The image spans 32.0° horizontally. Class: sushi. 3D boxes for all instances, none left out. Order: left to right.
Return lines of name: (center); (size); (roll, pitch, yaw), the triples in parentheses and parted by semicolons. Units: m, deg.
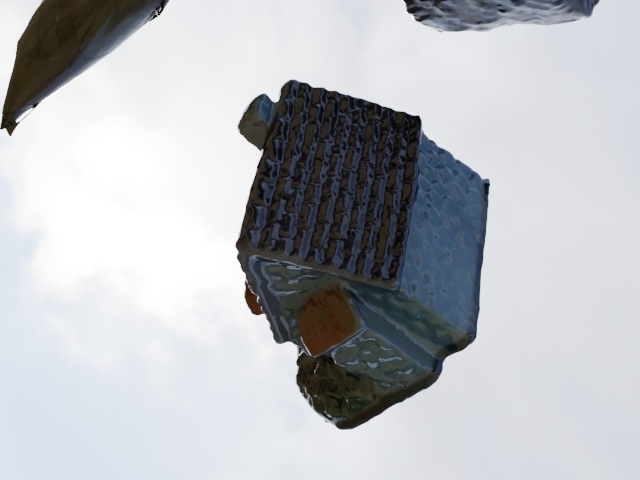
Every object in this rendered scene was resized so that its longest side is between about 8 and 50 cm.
sushi: (0.266, -0.450, 1.625); (0.294, 0.281, 0.299); (1, -118, 31)

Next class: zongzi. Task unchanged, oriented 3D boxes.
zongzi: (-0.342, -0.291, 1.614); (0.260, 0.123, 0.289); (-2, -122, 48)

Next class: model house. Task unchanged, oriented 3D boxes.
model house: (0.000, 0.000, 1.451); (0.297, 0.339, 0.360); (-29, -146, 38)
